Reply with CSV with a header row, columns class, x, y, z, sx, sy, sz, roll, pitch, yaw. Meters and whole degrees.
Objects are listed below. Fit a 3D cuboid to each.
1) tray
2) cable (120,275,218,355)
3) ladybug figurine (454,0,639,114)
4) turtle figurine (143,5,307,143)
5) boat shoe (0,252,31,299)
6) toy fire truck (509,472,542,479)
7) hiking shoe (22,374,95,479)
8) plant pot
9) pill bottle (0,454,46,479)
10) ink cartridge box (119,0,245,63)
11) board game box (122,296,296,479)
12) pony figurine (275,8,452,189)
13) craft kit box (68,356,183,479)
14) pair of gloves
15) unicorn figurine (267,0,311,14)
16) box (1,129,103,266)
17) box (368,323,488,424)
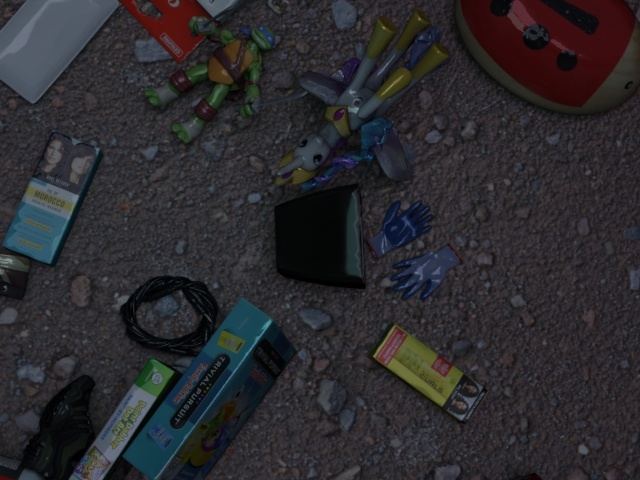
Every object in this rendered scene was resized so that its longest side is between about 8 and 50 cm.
class,x,y,z,sx,sy,sz,roll,pitch,yaw
tray,-0.535,-0.410,1.889,0.145,0.030,0.270,38,79,-3
cable,-0.293,0.140,1.848,0.184,0.047,0.151,13,81,-6
ladybug figurine,0.487,-0.441,1.979,0.449,0.162,0.305,26,80,-4
turtle figurine,-0.204,-0.316,1.824,0.266,0.275,0.198,-39,123,11
boat shoe,-0.687,0.064,1.773,0.285,0.103,0.092,4,78,-14
toy fire truck,0.419,0.572,1.799,0.158,0.246,0.217,-26,88,-11
hiking shoe,-0.454,0.349,1.748,0.114,0.086,0.227,43,36,-19
plant pot,0.000,0.000,1.849,0.167,0.188,0.187,-3,84,3
pill bottle,-0.612,0.472,1.677,0.363,0.210,0.210,19,81,-6
ink cartridge box,-0.292,-0.533,1.897,0.239,0.060,0.275,-44,91,3
board game box,-0.188,0.289,1.735,0.079,0.254,0.336,33,79,17
pony figurine,0.082,-0.257,1.784,0.303,0.351,0.363,46,120,6
craft kit box,-0.335,0.331,1.715,0.061,0.250,0.247,30,80,4
pair of gloves,0.187,0.017,1.949,0.159,0.023,0.198,-33,90,-13
unicorn figurine,-0.084,-0.525,1.961,0.162,0.060,0.111,-18,71,-25
box,-0.512,-0.080,1.836,0.100,0.060,0.244,21,81,-5
box,0.214,0.265,1.902,0.232,0.058,0.087,37,80,-2
